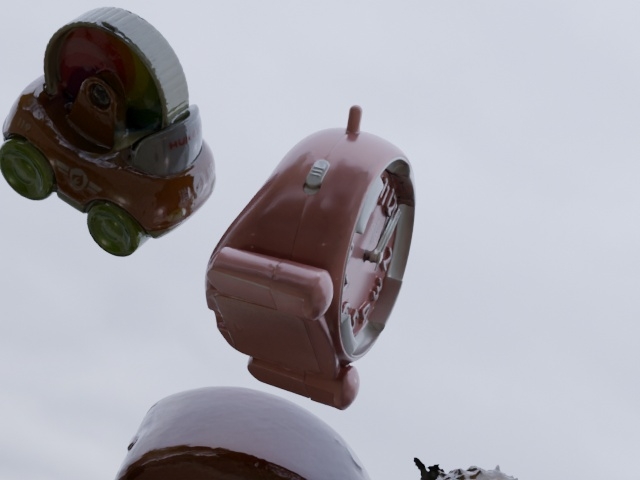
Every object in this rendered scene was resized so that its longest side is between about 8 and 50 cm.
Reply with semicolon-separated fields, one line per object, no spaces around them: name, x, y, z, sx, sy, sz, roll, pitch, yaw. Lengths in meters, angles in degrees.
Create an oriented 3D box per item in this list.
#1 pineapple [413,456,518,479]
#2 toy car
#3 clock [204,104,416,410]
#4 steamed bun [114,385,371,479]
pineapple;0.119;0.260;1.135;0.125;0.125;0.251;19;-14;-4
toy car;-0.203;-0.124;1.240;0.235;0.145;0.235;18;-50;23
clock;0.000;0.000;1.159;0.142;0.241;0.227;17;-28;21
steamed bun;-0.057;0.337;1.430;0.379;0.248;0.235;52;11;-13
